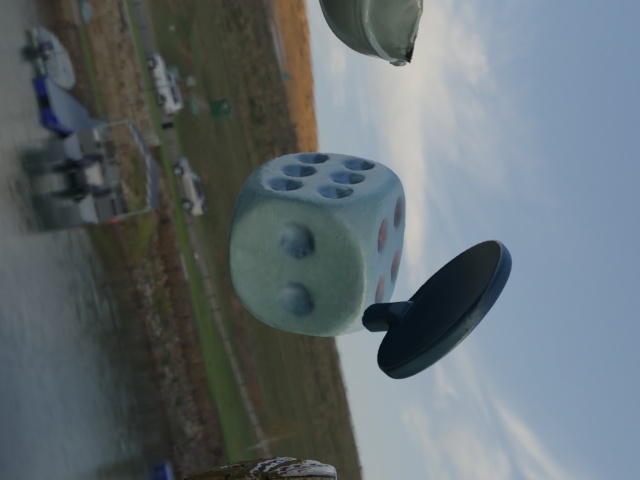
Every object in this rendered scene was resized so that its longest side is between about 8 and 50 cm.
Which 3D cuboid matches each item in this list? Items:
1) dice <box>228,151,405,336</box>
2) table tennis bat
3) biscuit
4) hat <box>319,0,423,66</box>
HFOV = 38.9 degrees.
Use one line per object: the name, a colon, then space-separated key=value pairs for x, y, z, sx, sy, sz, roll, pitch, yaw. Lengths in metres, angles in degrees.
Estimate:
dice: x=0.000 y=0.000 z=1.643 sx=0.268 sy=0.265 sz=0.262 roll=-51 pitch=146 yaw=-58
table tennis bat: x=0.136 y=0.090 z=1.173 sx=0.044 sy=0.215 sz=0.329 roll=41 pitch=-20 yaw=-9
biscuit: x=-0.084 y=0.425 z=1.653 sx=0.278 sy=0.302 sz=0.043 roll=7 pitch=77 yaw=-52
hat: x=0.024 y=-0.377 z=1.275 sx=0.168 sy=0.301 sz=0.258 roll=-59 pitch=-174 yaw=18
